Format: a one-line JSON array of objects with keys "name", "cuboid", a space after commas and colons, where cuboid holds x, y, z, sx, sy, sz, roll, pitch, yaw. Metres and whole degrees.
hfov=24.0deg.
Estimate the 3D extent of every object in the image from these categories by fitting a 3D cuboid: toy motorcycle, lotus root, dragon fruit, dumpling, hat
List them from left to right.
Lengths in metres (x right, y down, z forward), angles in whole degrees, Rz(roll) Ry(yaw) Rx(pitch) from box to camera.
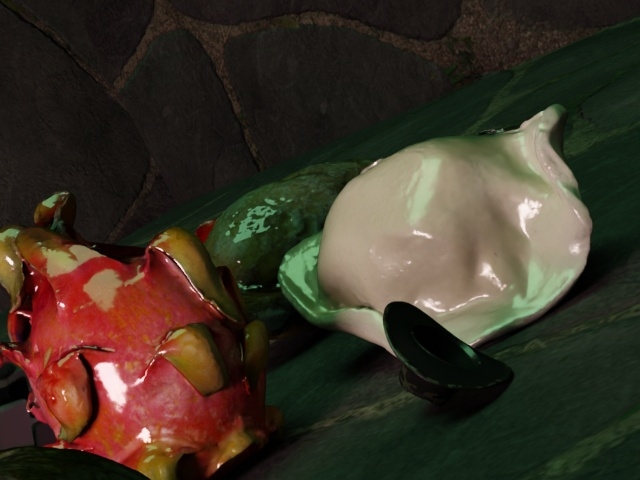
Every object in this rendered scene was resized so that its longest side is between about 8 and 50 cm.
[{"name": "toy motorcycle", "cuboid": [-0.308, 0.189, 1.569, 0.327, 0.143, 0.188, -5, 7, 7]}, {"name": "dragon fruit", "cuboid": [-0.174, 0.099, 1.304, 0.307, 0.243, 0.228, 13, 19, 41]}, {"name": "lotus root", "cuboid": [-0.002, -0.001, 1.704, 0.350, 0.175, 0.175, -28, 7, -37]}, {"name": "hat", "cuboid": [0.089, 0.098, 1.165, 0.050, 0.121, 0.121, -65, -5, 18]}, {"name": "dumpling", "cuboid": [0.118, 0.020, 1.372, 0.318, 0.187, 0.242, -32, 45, 23]}]

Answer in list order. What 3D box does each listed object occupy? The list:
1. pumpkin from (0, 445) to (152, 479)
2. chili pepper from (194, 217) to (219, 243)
[{"name": "pumpkin", "cuboid": [-0.198, 0.231, 0.774, 0.320, 0.192, 0.320, -24, 8, 4]}, {"name": "chili pepper", "cuboid": [-0.089, 0.034, 1.851, 0.131, 0.134, 0.338, 5, 0, -8]}]
